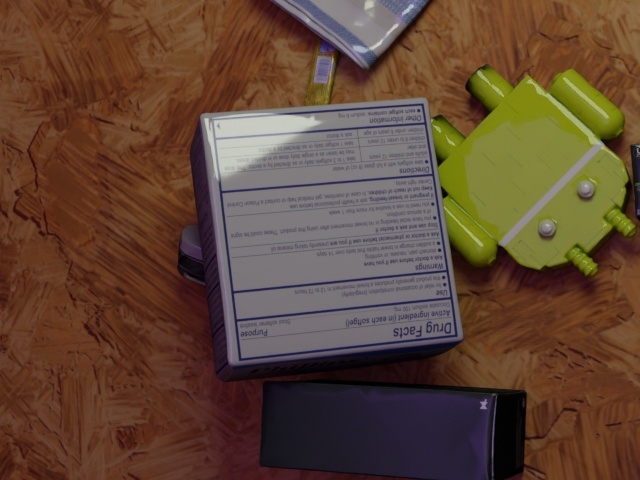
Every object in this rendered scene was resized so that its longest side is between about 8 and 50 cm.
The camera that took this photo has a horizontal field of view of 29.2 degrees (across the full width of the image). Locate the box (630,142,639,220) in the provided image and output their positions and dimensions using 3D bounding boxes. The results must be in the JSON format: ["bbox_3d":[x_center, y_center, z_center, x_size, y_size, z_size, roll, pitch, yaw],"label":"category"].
[{"bbox_3d":[0.380,-0.066,1.381,0.052,0.062,0.083,-5,82,20],"label":"box"}]

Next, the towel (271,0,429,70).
[{"bbox_3d":[0.069,-0.375,1.540,0.209,0.034,0.285,41,93,19],"label":"towel"}]

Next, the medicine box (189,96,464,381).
[{"bbox_3d":[0.000,0.000,1.403,0.263,0.149,0.289,-5,80,-12],"label":"medicine box"}]

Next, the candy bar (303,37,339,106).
[{"bbox_3d":[-0.002,-0.180,1.554,0.040,0.018,0.162,9,85,17],"label":"candy bar"}]

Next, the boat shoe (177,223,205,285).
[{"bbox_3d":[-0.075,0.046,1.525,0.219,0.078,0.070,21,122,13],"label":"boat shoe"}]

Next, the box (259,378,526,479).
[{"bbox_3d":[0.086,0.210,1.381,0.261,0.184,0.103,1,82,20],"label":"box"}]

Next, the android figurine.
[{"bbox_3d":[0.246,-0.075,1.435,0.248,0.056,0.273,-44,69,8],"label":"android figurine"}]
